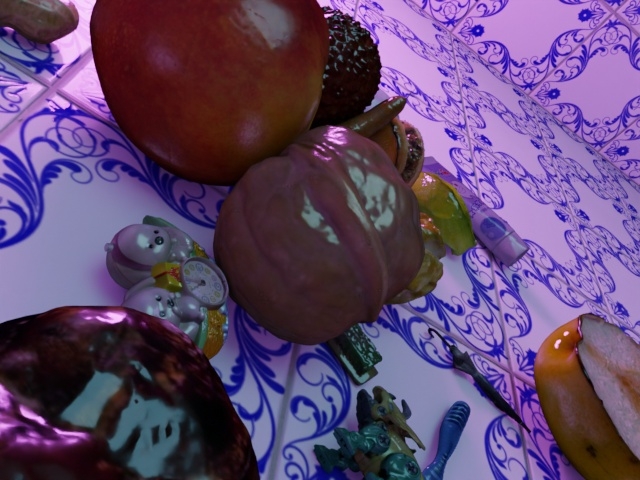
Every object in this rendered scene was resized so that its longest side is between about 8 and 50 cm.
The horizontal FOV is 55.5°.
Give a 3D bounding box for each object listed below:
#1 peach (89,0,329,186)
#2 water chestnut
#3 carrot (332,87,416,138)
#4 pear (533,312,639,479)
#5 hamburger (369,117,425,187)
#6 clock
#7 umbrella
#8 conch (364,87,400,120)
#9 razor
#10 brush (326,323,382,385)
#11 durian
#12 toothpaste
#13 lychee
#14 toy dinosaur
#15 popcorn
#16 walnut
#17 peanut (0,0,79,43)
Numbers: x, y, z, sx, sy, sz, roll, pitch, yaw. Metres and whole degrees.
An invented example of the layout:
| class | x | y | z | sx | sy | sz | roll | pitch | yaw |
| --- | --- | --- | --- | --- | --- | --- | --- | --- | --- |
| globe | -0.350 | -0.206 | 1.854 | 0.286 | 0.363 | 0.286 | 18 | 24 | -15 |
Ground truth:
| class | x | y | z | sx | sy | sz | roll | pitch | yaw |
| --- | --- | --- | --- | --- | --- | --- | --- | --- | --- |
| peach | -0.172 | -0.280 | 0.954 | 0.388 | 0.388 | 0.388 | 28 | 37 | -23 |
| water chestnut | -0.209 | 0.219 | 0.436 | 0.335 | 0.335 | 0.346 | -11 | 91 | -51 |
| carrot | 0.071 | -0.223 | 1.222 | 0.078 | 0.298 | 0.078 | 59 | -5 | 8 |
| pear | 0.547 | 0.341 | 1.156 | 0.386 | 0.191 | 0.340 | 44 | 37 | -1 |
| hamburger | 0.145 | -0.184 | 1.312 | 0.118 | 0.191 | 0.181 | -3 | 84 | -38 |
| clock | -0.197 | 0.063 | 0.762 | 0.144 | 0.103 | 0.231 | 18 | 42 | -46 |
| umbrella | 0.297 | 0.259 | 1.122 | 0.269 | 0.044 | 0.044 | 45 | 64 | 3 |
| conch | 0.115 | -0.293 | 1.487 | 0.185 | 0.121 | 0.221 | -38 | 87 | -27 |
| razor | 0.187 | 0.325 | 0.933 | 0.082 | 0.042 | 0.253 | 46 | 33 | 6 |
| brush | 0.000 | 0.104 | 0.979 | 0.054 | 0.048 | 0.282 | -17 | 64 | -52 |
| durian | 0.275 | -0.077 | 1.420 | 0.250 | 0.101 | 0.139 | 56 | 0 | 17 |
| toothpaste | 0.379 | -0.087 | 1.574 | 0.125 | 0.080 | 0.371 | -14 | 56 | -48 |
| lychee | -0.015 | -0.354 | 1.265 | 0.300 | 0.264 | 0.264 | 16 | 42 | -26 |
| toy dinosaur | 0.097 | 0.314 | 0.799 | 0.153 | 0.094 | 0.259 | -4 | 52 | -38 |
| popcorn | 0.110 | 0.016 | 1.060 | 0.221 | 0.183 | 0.204 | 31 | 8 | -17 |
| walnut | 0.000 | 0.000 | 0.857 | 0.296 | 0.285 | 0.285 | -30 | 73 | -18 |
| peanut | -0.476 | -0.360 | 0.957 | 0.193 | 0.089 | 0.089 | -1 | 53 | -42 |
